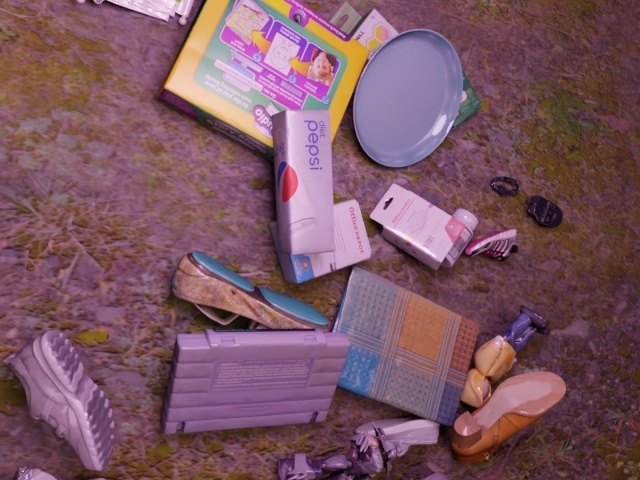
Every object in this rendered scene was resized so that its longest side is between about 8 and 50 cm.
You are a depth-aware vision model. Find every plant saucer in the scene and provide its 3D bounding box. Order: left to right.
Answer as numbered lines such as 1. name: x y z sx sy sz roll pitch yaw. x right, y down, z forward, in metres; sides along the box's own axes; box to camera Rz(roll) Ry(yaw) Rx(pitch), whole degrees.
1. plant saucer: 0.199 -0.328 1.405 0.317 0.044 0.317 -16 122 -26

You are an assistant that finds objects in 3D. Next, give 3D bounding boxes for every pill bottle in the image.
1. pill bottle: 0.327 -0.007 1.494 0.078 0.078 0.137 44 72 -17

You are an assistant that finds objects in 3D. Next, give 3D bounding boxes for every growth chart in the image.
1. growth chart: -0.348 -0.527 1.192 0.237 0.021 0.172 3 109 -33

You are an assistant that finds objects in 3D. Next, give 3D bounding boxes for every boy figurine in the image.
1. boy figurine: 0.448 0.293 1.511 0.285 0.092 0.177 -47 142 -9

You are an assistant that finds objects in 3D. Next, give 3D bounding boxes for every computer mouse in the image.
1. computer mouse: 0.552 -0.104 1.628 0.242 0.041 0.071 30 78 -14

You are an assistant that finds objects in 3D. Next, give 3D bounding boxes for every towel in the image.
1. towel: 0.188 0.252 1.417 0.370 0.040 0.271 24 75 -16

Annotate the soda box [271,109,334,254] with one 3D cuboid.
1. soda box: -0.035 -0.117 1.222 0.098 0.091 0.286 -4 96 -23

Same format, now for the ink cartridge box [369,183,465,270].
1. ink cartridge box: 0.224 -0.034 1.428 0.198 0.067 0.115 34 72 11

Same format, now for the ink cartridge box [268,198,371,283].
1. ink cartridge box: 0.000 0.000 1.341 0.191 0.082 0.139 -18 97 -25

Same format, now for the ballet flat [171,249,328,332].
1. ballet flat: -0.150 0.140 1.262 0.348 0.123 0.123 29 77 -22

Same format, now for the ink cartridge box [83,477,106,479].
1. ink cartridge box: -0.490 0.541 1.026 0.283 0.117 0.207 13 85 -48

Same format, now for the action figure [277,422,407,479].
1. action figure: 0.057 0.499 1.315 0.285 0.099 0.185 -17 113 -7

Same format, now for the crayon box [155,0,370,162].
1. crayon box: -0.113 -0.355 1.287 0.363 0.106 0.313 27 79 -23

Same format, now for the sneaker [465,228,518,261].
1. sneaker: 0.448 0.023 1.556 0.170 0.063 0.075 -17 90 -29

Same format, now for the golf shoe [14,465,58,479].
1. golf shoe: -0.538 0.503 1.090 0.086 0.069 0.176 30 78 -27

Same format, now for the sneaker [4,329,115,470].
1. sneaker: -0.477 0.305 1.123 0.115 0.105 0.281 -20 100 6

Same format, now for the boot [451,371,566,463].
1. boot: 0.448 0.434 1.466 0.295 0.104 0.211 -25 142 -3

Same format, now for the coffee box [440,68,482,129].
1. coffee box: 0.321 -0.386 1.523 0.113 0.040 0.184 -39 105 -20

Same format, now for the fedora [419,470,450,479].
1. fedora: 0.225 0.628 1.376 0.275 0.244 0.124 -36 73 -19

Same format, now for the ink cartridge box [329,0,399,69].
1. ink cartridge box: 0.119 -0.464 1.420 0.209 0.062 0.109 41 73 -18

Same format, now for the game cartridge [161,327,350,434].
1. game cartridge: -0.129 0.282 1.231 0.355 0.068 0.230 4 114 -25

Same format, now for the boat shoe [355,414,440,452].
1. boat shoe: 0.187 0.461 1.415 0.227 0.079 0.081 1 84 -28
